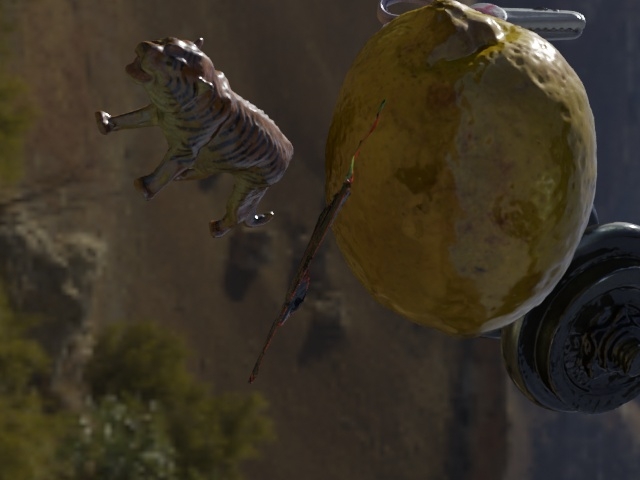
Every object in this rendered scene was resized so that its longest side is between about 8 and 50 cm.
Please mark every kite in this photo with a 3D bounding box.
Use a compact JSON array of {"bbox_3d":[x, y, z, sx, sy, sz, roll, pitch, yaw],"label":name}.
[{"bbox_3d":[0.000,0.000,0.789,0.190,0.010,0.159,163,-49,-87],"label":"kite"}]

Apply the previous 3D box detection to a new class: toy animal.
[{"bbox_3d":[-0.076,-0.063,1.089,0.241,0.099,0.057,38,28,-56],"label":"toy animal"}]

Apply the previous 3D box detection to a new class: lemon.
[{"bbox_3d":[0.085,-0.043,0.967,0.170,0.170,0.207,-72,170,-59],"label":"lemon"}]

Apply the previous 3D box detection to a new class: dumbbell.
[{"bbox_3d":[0.216,0.041,1.479,0.290,0.192,0.192,-133,-150,-53],"label":"dumbbell"}]

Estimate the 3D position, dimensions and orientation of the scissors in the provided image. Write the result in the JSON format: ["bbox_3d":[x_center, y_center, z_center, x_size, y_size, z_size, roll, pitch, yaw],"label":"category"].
[{"bbox_3d":[0.188,-0.252,1.844,0.118,0.242,0.030,-90,-178,-46],"label":"scissors"}]
